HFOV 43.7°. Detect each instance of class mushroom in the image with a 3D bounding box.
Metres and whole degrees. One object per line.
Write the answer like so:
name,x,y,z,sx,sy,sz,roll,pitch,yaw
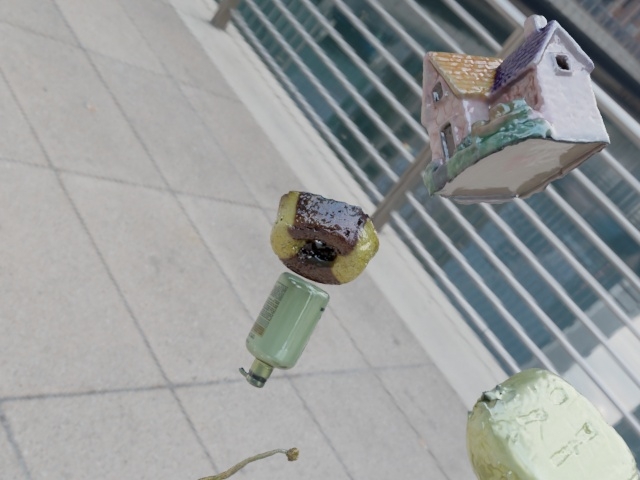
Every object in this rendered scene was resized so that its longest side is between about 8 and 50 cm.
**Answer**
mushroom,-0.138,0.394,1.386,0.026,0.286,0.028,-10,77,-52

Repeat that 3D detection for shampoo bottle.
shampoo bottle,-0.055,0.128,1.102,0.079,0.162,0.079,27,-2,1

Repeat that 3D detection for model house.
model house,0.274,-0.207,1.219,0.202,0.237,0.237,-1,71,-21

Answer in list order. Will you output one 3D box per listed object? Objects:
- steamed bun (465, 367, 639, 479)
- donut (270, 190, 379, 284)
steamed bun,0.336,0.341,1.232,0.273,0.166,0.232,48,47,13
donut,0.000,0.000,0.996,0.140,0.140,0.059,36,53,-15
